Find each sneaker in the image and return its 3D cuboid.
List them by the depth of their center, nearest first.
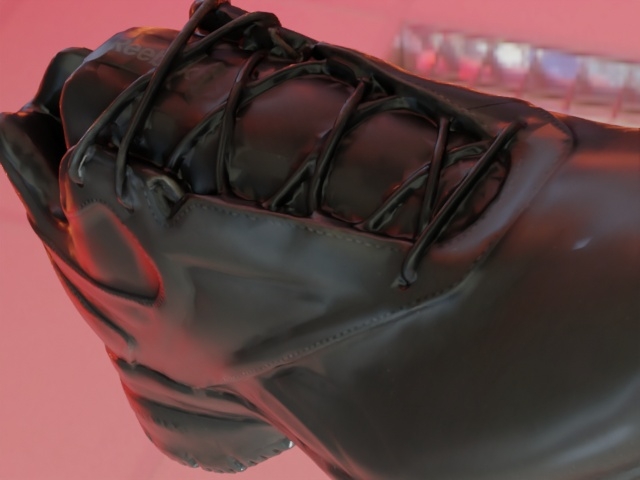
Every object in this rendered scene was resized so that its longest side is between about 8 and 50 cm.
[{"bbox_3d":[0.000,0.000,0.435,0.286,0.130,0.109,-2,-138,53],"label":"sneaker"}]
